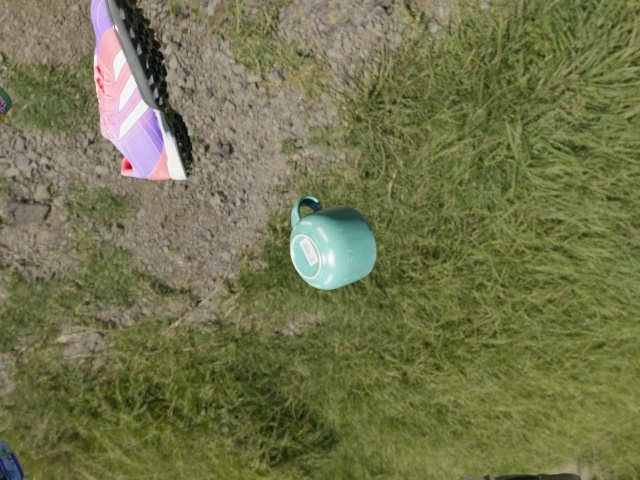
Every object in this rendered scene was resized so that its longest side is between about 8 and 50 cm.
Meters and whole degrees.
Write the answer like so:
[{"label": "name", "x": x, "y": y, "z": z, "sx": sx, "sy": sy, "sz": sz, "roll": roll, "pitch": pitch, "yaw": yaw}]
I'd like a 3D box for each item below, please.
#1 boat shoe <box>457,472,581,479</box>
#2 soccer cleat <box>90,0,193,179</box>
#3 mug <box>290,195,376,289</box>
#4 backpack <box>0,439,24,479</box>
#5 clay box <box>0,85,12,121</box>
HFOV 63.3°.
[{"label": "boat shoe", "x": 0.151, "y": 0.254, "z": 0.256, "sx": 0.119, "sy": 0.335, "sz": 0.121, "roll": -22, "pitch": 119, "yaw": 11}, {"label": "soccer cleat", "x": -0.263, "y": -0.192, "z": 0.713, "sx": 0.116, "sy": 0.109, "sz": 0.318, "roll": -7, "pitch": 149, "yaw": -3}, {"label": "mug", "x": 0.002, "y": 0.009, "z": 0.851, "sx": 0.097, "sy": 0.157, "sz": 0.130, "roll": -18, "pitch": 121, "yaw": -39}, {"label": "backpack", "x": -0.475, "y": 0.339, "z": 0.732, "sx": 0.105, "sy": 0.084, "sz": 0.114, "roll": -12, "pitch": 100, "yaw": 34}, {"label": "clay box", "x": -0.531, "y": -0.152, "z": 0.686, "sx": 0.053, "sy": 0.222, "sz": 0.127, "roll": 23, "pitch": 157, "yaw": 18}]
